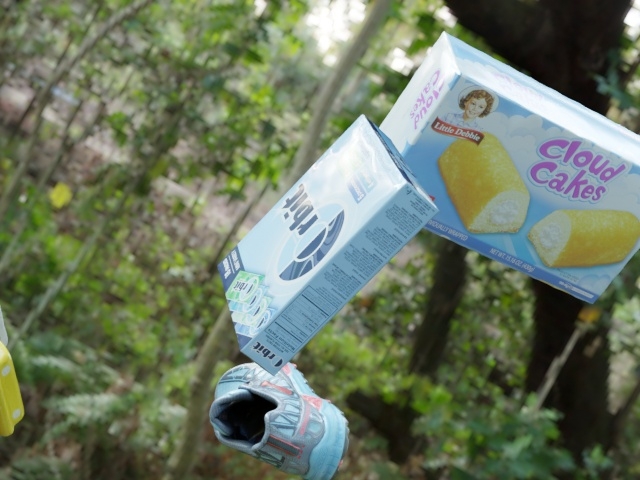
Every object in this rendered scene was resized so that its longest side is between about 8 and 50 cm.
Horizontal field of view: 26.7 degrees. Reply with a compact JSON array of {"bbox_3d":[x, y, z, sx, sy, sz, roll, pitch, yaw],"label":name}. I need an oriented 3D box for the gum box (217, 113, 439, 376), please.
[{"bbox_3d":[0.000,0.000,1.092,0.041,0.184,0.157,40,11,-25],"label":"gum box"}]

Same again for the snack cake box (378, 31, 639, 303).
[{"bbox_3d":[0.189,-0.064,1.274,0.264,0.152,0.089,23,29,-21],"label":"snack cake box"}]

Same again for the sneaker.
[{"bbox_3d":[-0.072,0.186,1.523,0.125,0.104,0.262,19,0,-29],"label":"sneaker"}]

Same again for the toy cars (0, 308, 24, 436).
[{"bbox_3d":[-0.387,0.118,1.320,0.393,0.087,0.176,-22,-77,52],"label":"toy cars"}]
